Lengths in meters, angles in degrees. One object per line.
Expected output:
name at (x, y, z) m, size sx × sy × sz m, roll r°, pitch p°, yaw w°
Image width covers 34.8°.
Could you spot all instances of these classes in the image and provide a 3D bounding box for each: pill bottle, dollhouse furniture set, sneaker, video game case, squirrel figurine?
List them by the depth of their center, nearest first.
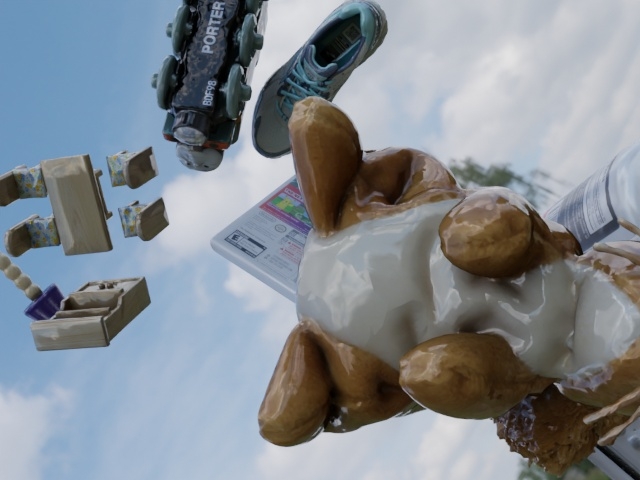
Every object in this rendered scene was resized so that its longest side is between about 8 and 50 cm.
squirrel figurine at (0.186, 0.066, 0.887) m, size 0.397 × 0.371 × 0.281 m, roll 35°, pitch -119°, yaw -65°
video game case at (0.000, 0.000, 1.242) m, size 0.183 × 0.201 × 0.023 m, roll -40°, pitch -35°, yaw -30°
pill bottle at (0.430, -0.030, 1.363) m, size 0.176 × 0.176 × 0.318 m, roll -50°, pitch 0°, yaw -30°
dollhouse furniture set at (-0.333, 0.008, 1.404) m, size 0.161 × 0.212 × 0.242 m, roll -53°, pitch -45°, yaw -66°
sneaker at (-0.016, -0.241, 1.494) m, size 0.283 × 0.110 × 0.122 m, roll -53°, pitch -1°, yaw 12°

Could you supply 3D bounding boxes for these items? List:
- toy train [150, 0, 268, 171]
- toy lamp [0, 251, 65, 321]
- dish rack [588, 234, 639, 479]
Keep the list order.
toy train at (-0.149, -0.263, 1.486) m, size 0.190 × 0.142 × 0.334 m, roll 89°, pitch -171°, yaw -64°
toy lamp at (-0.548, 0.050, 1.802) m, size 0.080 × 0.274 × 0.080 m, roll -40°, pitch 11°, yaw 9°
dish rack at (0.416, 0.178, 1.147) m, size 0.285 × 0.333 × 0.072 m, roll -44°, pitch -20°, yaw -17°
